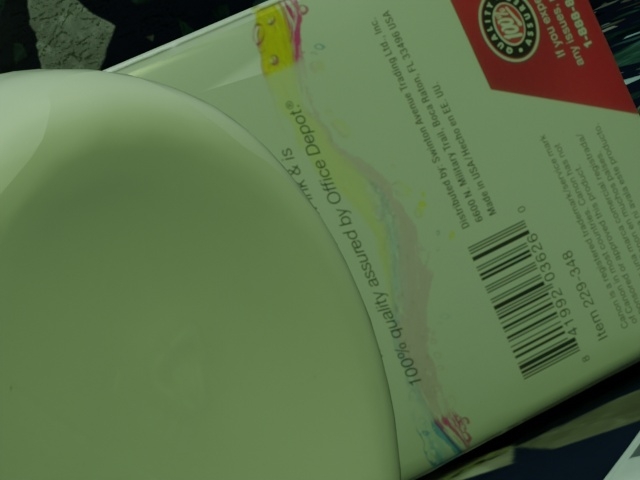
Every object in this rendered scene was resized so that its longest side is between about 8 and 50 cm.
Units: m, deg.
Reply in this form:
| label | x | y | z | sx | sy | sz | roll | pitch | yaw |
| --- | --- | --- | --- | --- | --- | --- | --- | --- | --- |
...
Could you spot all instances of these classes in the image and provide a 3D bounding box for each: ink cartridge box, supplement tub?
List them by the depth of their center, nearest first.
| label | x | y | z | sx | sy | sz | roll | pitch | yaw |
| --- | --- | --- | --- | --- | --- | --- | --- | --- | --- |
| supplement tub | -0.163 | 0.087 | 0.592 | 0.325 | 0.235 | 0.235 | -10 | 13 | 36 |
| ink cartridge box | 0.000 | 0.000 | 0.863 | 0.306 | 0.226 | 0.131 | -24 | 4 | -17 |

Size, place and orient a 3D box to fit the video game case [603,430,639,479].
| label | x | y | z | sx | sy | sz | roll | pitch | yaw |
| --- | --- | --- | --- | --- | --- | --- | --- | --- | --- |
| video game case | 0.212 | 0.047 | 0.700 | 0.173 | 0.022 | 0.190 | -17 | 8 | 30 |

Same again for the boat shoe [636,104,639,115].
| label | x | y | z | sx | sy | sz | roll | pitch | yaw |
| --- | --- | --- | --- | --- | --- | --- | --- | --- | --- |
| boat shoe | 0.210 | -0.040 | 1.066 | 0.114 | 0.091 | 0.302 | -20 | 8 | 11 |
